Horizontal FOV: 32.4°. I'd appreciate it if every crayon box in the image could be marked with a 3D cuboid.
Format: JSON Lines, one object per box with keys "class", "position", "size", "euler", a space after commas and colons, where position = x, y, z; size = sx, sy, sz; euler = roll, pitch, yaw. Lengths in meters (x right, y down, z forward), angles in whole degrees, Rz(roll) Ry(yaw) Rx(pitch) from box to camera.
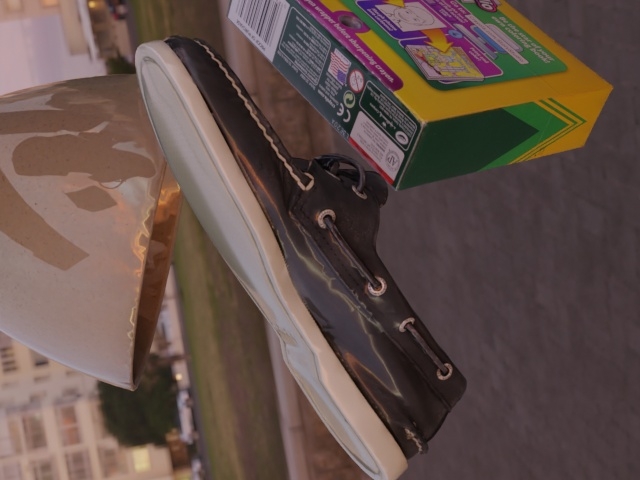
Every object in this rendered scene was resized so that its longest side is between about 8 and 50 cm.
{"class": "crayon box", "position": [0.115, -0.230, 1.341], "size": [0.363, 0.313, 0.106], "euler": [49, 136, 32]}

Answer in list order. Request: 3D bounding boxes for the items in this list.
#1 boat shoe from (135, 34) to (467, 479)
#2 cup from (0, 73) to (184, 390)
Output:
{"class": "boat shoe", "position": [0.002, 0.001, 0.730], "size": [0.340, 0.113, 0.127], "euler": [60, 164, -14]}
{"class": "cup", "position": [-0.275, -0.027, 1.140], "size": [0.331, 0.237, 0.331], "euler": [-170, 90, -86]}
